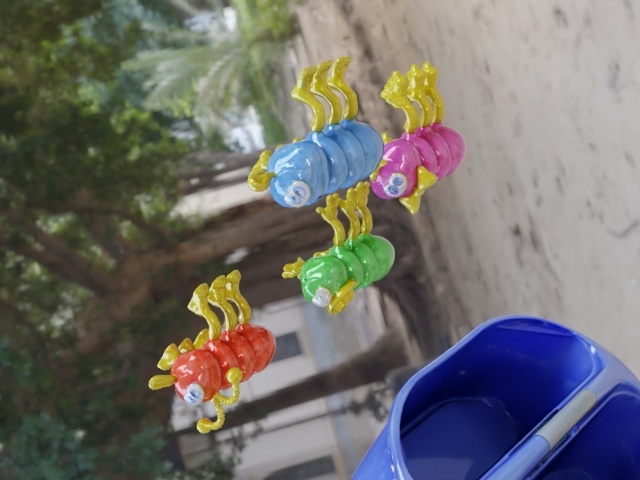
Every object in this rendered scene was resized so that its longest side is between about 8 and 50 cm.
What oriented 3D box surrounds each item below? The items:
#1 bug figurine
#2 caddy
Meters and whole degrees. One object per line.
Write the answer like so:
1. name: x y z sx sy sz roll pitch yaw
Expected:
1. bug figurine: 0.000 0.000 0.754 0.072 0.216 0.279 45 135 17
2. caddy: 0.186 0.206 1.085 0.241 0.341 0.179 45 132 14
